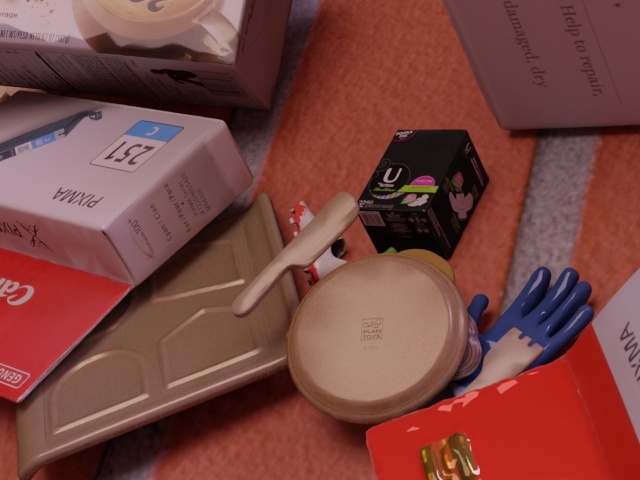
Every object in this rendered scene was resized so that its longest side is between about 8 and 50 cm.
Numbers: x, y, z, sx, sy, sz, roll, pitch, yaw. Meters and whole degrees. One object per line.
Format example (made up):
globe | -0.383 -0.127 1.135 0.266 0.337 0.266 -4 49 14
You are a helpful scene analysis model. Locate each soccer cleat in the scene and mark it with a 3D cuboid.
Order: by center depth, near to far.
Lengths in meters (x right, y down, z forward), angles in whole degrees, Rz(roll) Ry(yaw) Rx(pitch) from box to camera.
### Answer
soccer cleat | 0.000 0.000 1.297 0.036 0.029 0.083 -17 42 2

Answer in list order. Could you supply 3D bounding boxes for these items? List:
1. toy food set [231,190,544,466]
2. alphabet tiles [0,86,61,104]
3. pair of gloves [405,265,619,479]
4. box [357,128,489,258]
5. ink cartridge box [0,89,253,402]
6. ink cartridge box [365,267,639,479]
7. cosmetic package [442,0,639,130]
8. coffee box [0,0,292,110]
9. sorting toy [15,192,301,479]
toy food set | 0.042 0.064 1.150 0.132 0.038 0.192 -44 56 -9
alphabet tiles | -0.368 -0.105 1.657 0.284 0.021 0.278 -14 43 21
pair of gloves | 0.145 0.091 1.104 0.159 0.023 0.198 -43 38 -16
box | 0.074 -0.035 1.265 0.062 0.052 0.083 3 48 34
ink cartridge box | -0.238 -0.009 1.386 0.296 0.066 0.261 12 48 47
ink cartridge box | 0.217 0.126 0.939 0.385 0.091 0.308 -22 44 7
cosmetic package | 0.294 -0.303 1.200 0.394 0.327 0.329 -1 46 31
coffee box | -0.181 -0.216 1.471 0.297 0.119 0.168 7 77 16
sorting toy | -0.129 0.047 1.323 0.229 0.041 0.307 -25 31 5
